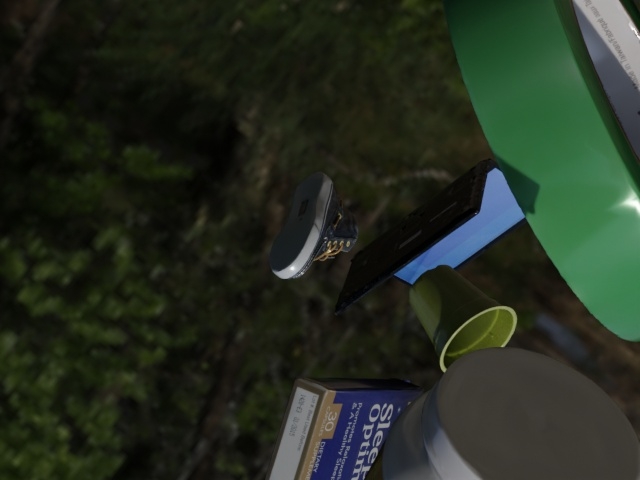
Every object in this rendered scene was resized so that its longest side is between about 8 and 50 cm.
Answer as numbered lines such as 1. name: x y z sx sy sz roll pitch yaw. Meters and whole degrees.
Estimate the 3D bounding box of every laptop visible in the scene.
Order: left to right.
1. laptop: 0.164 0.017 2.108 0.136 0.234 0.264 47 -156 -12

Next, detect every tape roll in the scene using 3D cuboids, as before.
1. tape roll: 0.198 -0.088 1.172 0.321 0.077 0.321 48 -153 -34

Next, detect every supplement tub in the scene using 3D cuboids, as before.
1. supplement tub: 0.087 0.172 0.938 0.144 0.199 0.144 14 -140 -12

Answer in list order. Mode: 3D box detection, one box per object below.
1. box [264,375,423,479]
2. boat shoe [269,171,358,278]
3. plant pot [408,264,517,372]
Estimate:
1. box: 0.024 0.180 1.340 0.037 0.136 0.225 18 -176 26
2. boat shoe: 0.000 0.000 1.931 0.083 0.065 0.183 49 -146 -23
3. plant pot: 0.121 0.065 1.477 0.079 0.083 0.083 50 -176 35
